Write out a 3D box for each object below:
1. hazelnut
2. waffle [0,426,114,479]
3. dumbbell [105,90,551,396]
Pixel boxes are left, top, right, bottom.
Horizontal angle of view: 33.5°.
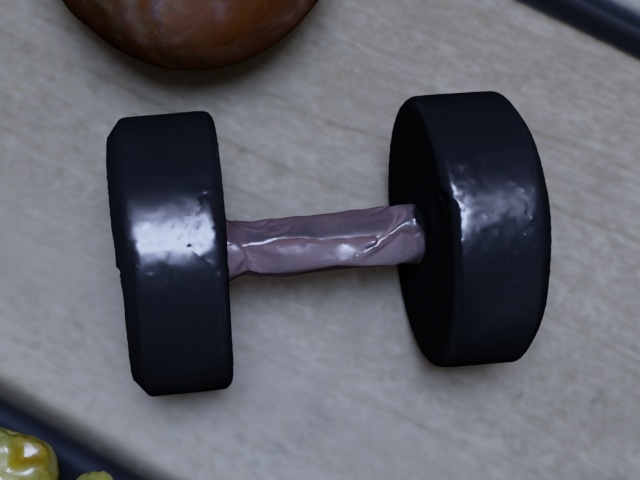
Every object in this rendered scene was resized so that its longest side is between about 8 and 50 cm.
[{"bbox_3d":[-0.087,-0.198,0.610,0.176,0.214,0.214,-34,77,15],"label":"hazelnut"},{"bbox_3d":[-0.172,0.248,0.523,0.302,0.068,0.325,40,70,6],"label":"waffle"},{"bbox_3d":[0.000,0.000,0.580,0.218,0.152,0.152,-5,73,-8],"label":"dumbbell"}]
